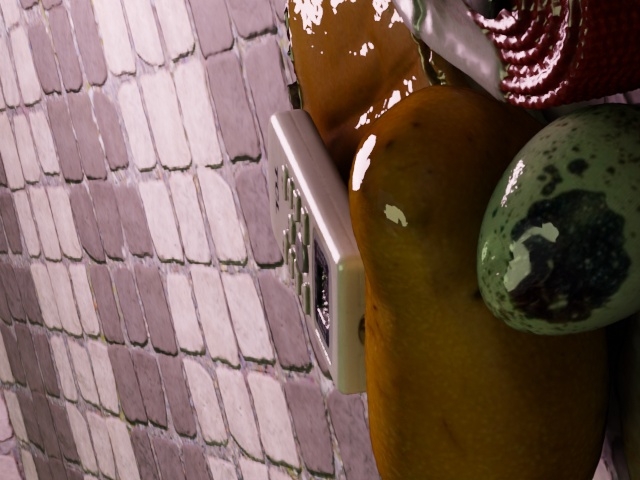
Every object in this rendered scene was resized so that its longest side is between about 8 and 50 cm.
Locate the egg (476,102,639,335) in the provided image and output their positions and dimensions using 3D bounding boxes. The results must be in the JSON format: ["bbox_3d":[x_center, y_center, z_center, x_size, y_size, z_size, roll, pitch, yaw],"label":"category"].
[{"bbox_3d":[0.112,-0.007,0.804,0.085,0.110,0.085,48,171,10],"label":"egg"}]

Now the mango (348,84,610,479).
[{"bbox_3d":[0.083,0.037,0.940,0.295,0.120,0.177,82,-164,-50],"label":"mango"}]

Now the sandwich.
[{"bbox_3d":[0.057,-0.048,1.077,0.212,0.063,0.245,4,108,68],"label":"sandwich"}]

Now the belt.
[{"bbox_3d":[0.094,-0.136,0.842,0.201,0.124,0.128,47,144,49],"label":"belt"}]

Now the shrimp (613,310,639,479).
[{"bbox_3d":[0.200,0.061,0.797,0.360,0.085,0.247,123,135,-67],"label":"shrimp"}]

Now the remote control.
[{"bbox_3d":[0.000,0.000,1.071,0.190,0.029,0.087,-113,20,-57],"label":"remote control"}]
